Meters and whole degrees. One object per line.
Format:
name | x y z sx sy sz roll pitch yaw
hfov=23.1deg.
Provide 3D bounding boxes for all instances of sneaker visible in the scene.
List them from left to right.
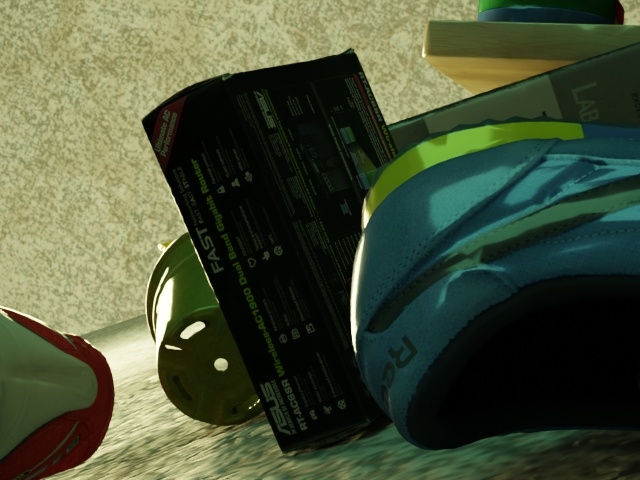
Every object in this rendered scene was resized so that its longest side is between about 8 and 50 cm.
sneaker | -0.198 0.094 0.622 0.279 0.107 0.118 -17 -18 30
sneaker | 0.110 0.006 0.331 0.209 0.069 0.082 -10 35 4

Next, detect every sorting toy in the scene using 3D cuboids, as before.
sorting toy | 0.226 -0.137 1.040 0.257 0.089 0.255 5 -3 19

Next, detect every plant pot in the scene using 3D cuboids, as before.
plant pot | -0.038 0.040 0.655 0.083 0.083 0.079 -19 13 8

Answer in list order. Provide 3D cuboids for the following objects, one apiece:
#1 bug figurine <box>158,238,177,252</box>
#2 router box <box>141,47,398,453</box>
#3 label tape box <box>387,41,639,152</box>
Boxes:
bug figurine | 0.027 0.006 1.146 0.279 0.072 0.216 -14 7 -6
router box | 0.000 0.000 0.532 0.038 0.122 0.092 -23 -2 32
label tape box | 0.120 -0.039 0.925 0.334 0.105 0.240 -19 2 -11
